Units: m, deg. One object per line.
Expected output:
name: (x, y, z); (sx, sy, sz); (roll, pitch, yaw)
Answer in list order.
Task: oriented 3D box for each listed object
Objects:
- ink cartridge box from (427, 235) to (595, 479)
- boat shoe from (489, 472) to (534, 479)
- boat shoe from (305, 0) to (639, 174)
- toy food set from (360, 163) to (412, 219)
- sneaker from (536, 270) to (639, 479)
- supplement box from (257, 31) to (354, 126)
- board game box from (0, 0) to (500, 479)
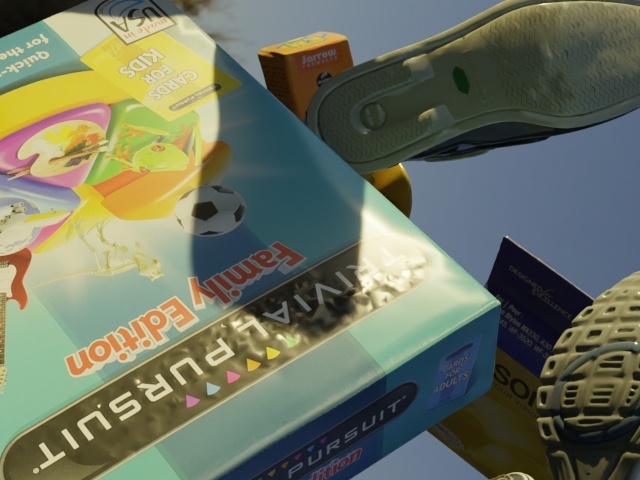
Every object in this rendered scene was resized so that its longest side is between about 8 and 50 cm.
ink cartridge box: (0.259, 0.190, 1.388); (0.303, 0.072, 0.307); (38, -32, 23)
boat shoe: (0.087, 0.243, 1.042); (0.078, 0.219, 0.070); (-3, -60, 61)
boat shoe: (0.105, -0.095, 0.802); (0.079, 0.233, 0.084); (37, 38, -88)
toy food set: (0.000, 0.000, 1.260); (0.218, 0.128, 0.071); (-59, 178, 1)
sneaker: (0.215, 0.166, 0.903); (0.111, 0.129, 0.297); (3, -105, 45)
supplement box: (0.007, -0.096, 1.390); (0.080, 0.078, 0.233); (23, -50, 66)
board game box: (-0.111, 0.012, 0.712); (0.336, 0.254, 0.079); (44, -28, 33)
